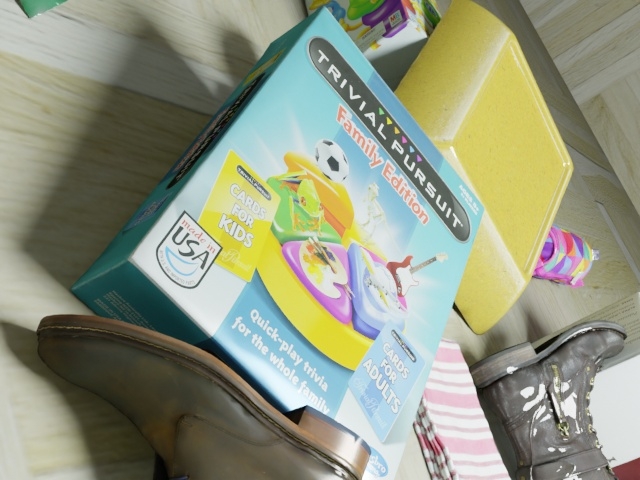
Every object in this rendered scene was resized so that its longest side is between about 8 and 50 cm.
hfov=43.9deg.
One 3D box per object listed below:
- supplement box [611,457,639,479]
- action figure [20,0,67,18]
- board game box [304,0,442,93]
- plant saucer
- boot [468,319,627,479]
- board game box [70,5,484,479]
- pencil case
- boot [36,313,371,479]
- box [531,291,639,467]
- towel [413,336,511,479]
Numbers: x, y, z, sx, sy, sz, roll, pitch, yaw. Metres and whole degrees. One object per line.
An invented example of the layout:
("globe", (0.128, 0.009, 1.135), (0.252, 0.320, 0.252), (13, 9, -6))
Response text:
("supplement box", (0.541, 0.333, 1.242), (0.194, 0.129, 0.191), (54, 27, -9))
("action figure", (-0.247, -0.307, 0.617), (0.232, 0.137, 0.063), (51, 2, 7))
("board game box", (0.076, -0.325, 1.134), (0.142, 0.144, 0.275), (29, 38, -43))
("plant saucer", (0.224, -0.103, 1.029), (0.333, 0.081, 0.333), (54, 50, -29))
("boot", (0.307, 0.228, 0.952), (0.262, 0.091, 0.229), (-12, 67, -27))
("board game box", (0.000, 0.000, 0.646), (0.254, 0.079, 0.336), (48, 44, -20))
("pencil case", (0.392, 0.023, 1.355), (0.236, 0.104, 0.104), (12, 52, -53))
("boot", (-0.079, 0.127, 0.461), (0.219, 0.082, 0.106), (26, 59, -9))
("box", (0.423, 0.202, 1.123), (0.181, 0.182, 0.119), (46, 29, -22))
("towel", (0.142, 0.183, 0.840), (0.144, 0.029, 0.197), (20, 45, -52))
